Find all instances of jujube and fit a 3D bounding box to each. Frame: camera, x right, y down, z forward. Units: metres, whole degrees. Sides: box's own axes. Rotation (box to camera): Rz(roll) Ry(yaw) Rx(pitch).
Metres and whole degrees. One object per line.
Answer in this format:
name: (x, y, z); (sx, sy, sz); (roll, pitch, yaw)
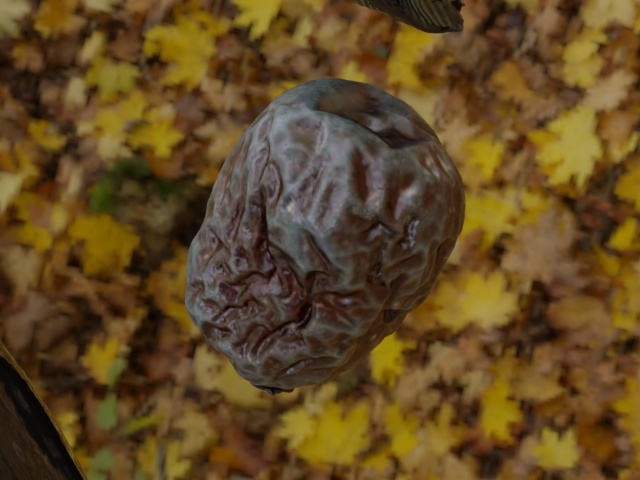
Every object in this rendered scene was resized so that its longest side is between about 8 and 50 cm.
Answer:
jujube: (0.000, 0.000, 1.403); (0.226, 0.226, 0.317); (-103, 32, -42)

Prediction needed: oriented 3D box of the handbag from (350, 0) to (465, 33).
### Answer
handbag: (0.048, -0.359, 1.458); (0.240, 0.340, 0.247); (25, 84, 26)

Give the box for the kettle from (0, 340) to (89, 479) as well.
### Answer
kettle: (-0.341, 0.152, 1.133); (0.268, 0.207, 0.290); (-29, 89, 16)
